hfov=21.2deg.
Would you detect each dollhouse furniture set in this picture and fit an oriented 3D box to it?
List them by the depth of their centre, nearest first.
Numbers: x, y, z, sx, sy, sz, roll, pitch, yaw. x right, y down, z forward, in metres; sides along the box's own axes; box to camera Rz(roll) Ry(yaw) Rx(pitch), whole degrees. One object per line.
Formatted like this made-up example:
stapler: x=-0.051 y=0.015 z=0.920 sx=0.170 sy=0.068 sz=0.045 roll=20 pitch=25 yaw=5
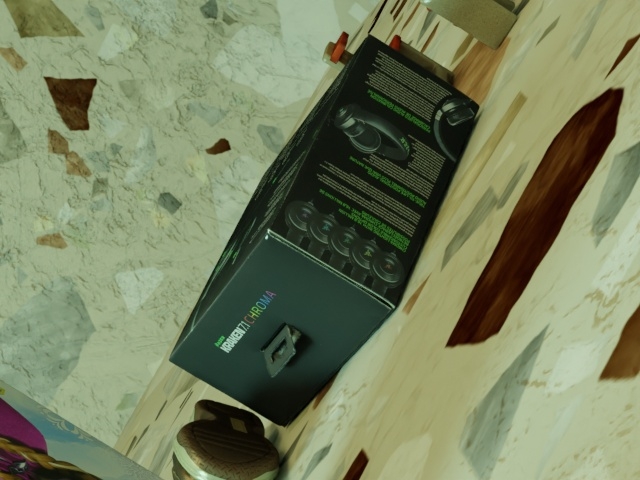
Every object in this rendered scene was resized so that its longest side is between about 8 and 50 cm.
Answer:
dollhouse furniture set: x=0.127 y=-0.267 z=1.810 sx=0.259 sy=0.135 sz=0.262 roll=-57 pitch=7 yaw=17

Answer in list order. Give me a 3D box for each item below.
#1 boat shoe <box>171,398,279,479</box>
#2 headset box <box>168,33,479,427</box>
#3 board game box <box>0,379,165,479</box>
boat shoe: x=-0.090 y=0.213 z=1.530 sx=0.257 sy=0.095 sz=0.095 roll=-67 pitch=-5 yaw=-86
headset box: x=0.000 y=0.000 z=1.569 sx=0.246 sy=0.131 sz=0.283 roll=-51 pitch=10 yaw=49
board game box: x=-0.176 y=0.200 z=1.060 sx=0.066 sy=0.318 sz=0.319 roll=-58 pitch=3 yaw=12
